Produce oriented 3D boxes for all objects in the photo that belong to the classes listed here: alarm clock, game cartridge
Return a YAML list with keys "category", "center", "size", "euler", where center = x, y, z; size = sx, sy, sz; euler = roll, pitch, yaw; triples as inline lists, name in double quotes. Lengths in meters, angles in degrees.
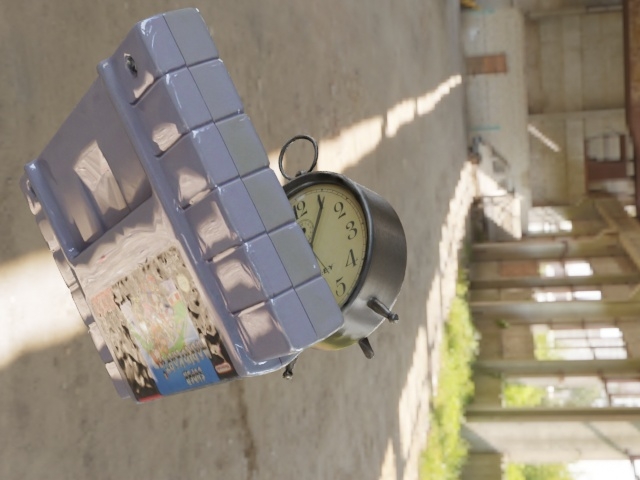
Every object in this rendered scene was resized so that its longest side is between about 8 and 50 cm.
- category: "alarm clock"
  center: [0.000, 0.000, 0.748]
  size: [0.064, 0.129, 0.192]
  euler: [19, 48, -48]
- category: "game cartridge"
  center: [-0.128, 0.004, 0.734]
  size: [0.355, 0.068, 0.230]
  euler: [-26, -94, 59]
